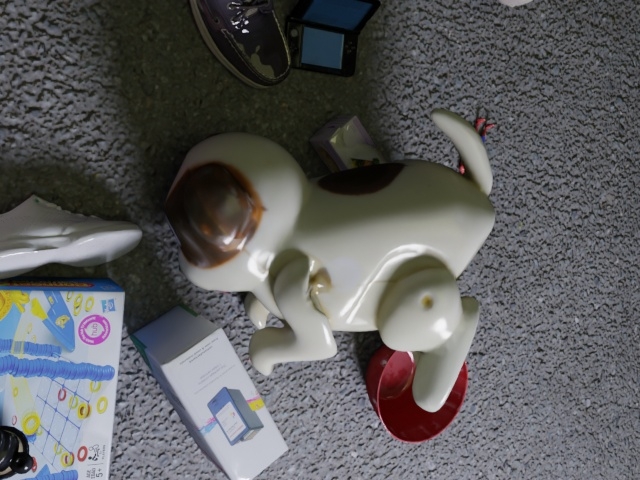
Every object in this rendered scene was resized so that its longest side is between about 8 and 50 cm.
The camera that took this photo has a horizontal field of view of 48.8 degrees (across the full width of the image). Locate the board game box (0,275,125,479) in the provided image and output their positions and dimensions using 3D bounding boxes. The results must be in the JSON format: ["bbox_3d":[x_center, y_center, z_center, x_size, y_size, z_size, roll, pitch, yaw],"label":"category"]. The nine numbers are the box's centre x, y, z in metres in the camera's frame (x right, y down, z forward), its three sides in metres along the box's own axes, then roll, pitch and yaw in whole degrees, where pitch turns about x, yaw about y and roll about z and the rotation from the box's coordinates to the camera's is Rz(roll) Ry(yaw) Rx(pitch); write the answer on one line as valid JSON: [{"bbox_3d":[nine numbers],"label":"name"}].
[{"bbox_3d":[-0.409,0.198,0.850,0.301,0.086,0.308,3,96,-30],"label":"board game box"}]

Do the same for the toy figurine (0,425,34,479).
[{"bbox_3d":[-0.385,0.302,0.719,0.209,0.148,0.213,-21,75,-20],"label":"toy figurine"}]

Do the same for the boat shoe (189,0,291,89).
[{"bbox_3d":[-0.118,-0.329,0.927,0.103,0.092,0.285,-37,114,-21],"label":"boat shoe"}]

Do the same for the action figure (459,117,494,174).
[{"bbox_3d":[0.266,-0.151,1.213,0.038,0.030,0.115,22,89,-35],"label":"action figure"}]

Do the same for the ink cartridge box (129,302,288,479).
[{"bbox_3d":[-0.153,0.207,0.958,0.093,0.154,0.212,-33,111,-23],"label":"ink cartridge box"}]

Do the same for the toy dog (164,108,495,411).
[{"bbox_3d":[0.000,0.000,0.919,0.407,0.285,0.395,15,122,-11],"label":"toy dog"}]

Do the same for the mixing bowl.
[{"bbox_3d":[0.142,0.229,1.161,0.181,0.098,0.182,-5,100,-30],"label":"mixing bowl"}]

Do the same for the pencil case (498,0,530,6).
[{"bbox_3d":[0.211,-0.542,1.041,0.410,0.160,0.184,31,90,-30],"label":"pencil case"}]

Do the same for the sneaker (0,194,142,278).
[{"bbox_3d":[-0.327,-0.017,0.877,0.212,0.080,0.094,-8,61,-41],"label":"sneaker"}]

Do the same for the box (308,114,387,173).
[{"bbox_3d":[0.103,-0.052,1.113,0.063,0.067,0.324,-44,117,-15],"label":"box"}]

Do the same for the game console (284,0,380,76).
[{"bbox_3d":[0.016,-0.299,1.021,0.122,0.071,0.107,2,97,-29],"label":"game console"}]
